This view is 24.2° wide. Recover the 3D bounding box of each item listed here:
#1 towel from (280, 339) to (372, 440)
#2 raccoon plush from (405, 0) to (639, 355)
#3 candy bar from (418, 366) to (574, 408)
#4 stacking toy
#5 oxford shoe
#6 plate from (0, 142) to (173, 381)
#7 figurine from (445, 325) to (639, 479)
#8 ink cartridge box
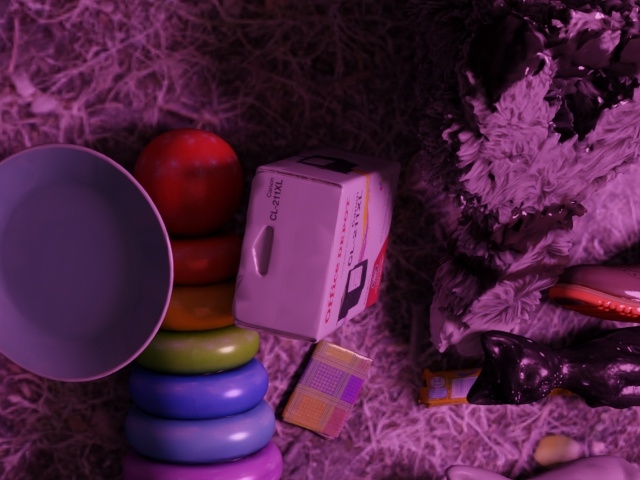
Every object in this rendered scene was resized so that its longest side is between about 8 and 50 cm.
[{"bbox_3d":[0.005,0.132,1.322,0.060,0.009,0.083,24,95,-23],"label":"towel"},{"bbox_3d":[0.106,-0.148,1.234,0.216,0.299,0.446,-1,137,-35],"label":"raccoon plush"},{"bbox_3d":[0.166,0.130,1.374,0.161,0.018,0.040,-4,102,-18],"label":"candy bar"},{"bbox_3d":[-0.097,0.074,1.211,0.141,0.141,0.330,-4,100,-19],"label":"stacking toy"},{"bbox_3d":[0.327,0.028,1.375,0.271,0.097,0.098,3,89,-27],"label":"oxford shoe"},{"bbox_3d":[-0.199,0.017,1.168,0.188,0.024,0.188,3,99,16],"label":"plate"},{"bbox_3d":[0.209,0.179,1.346,0.209,0.092,0.215,5,107,-28],"label":"figurine"},{"bbox_3d":[0.000,0.000,1.192,0.072,0.175,0.127,13,102,15],"label":"ink cartridge box"}]
